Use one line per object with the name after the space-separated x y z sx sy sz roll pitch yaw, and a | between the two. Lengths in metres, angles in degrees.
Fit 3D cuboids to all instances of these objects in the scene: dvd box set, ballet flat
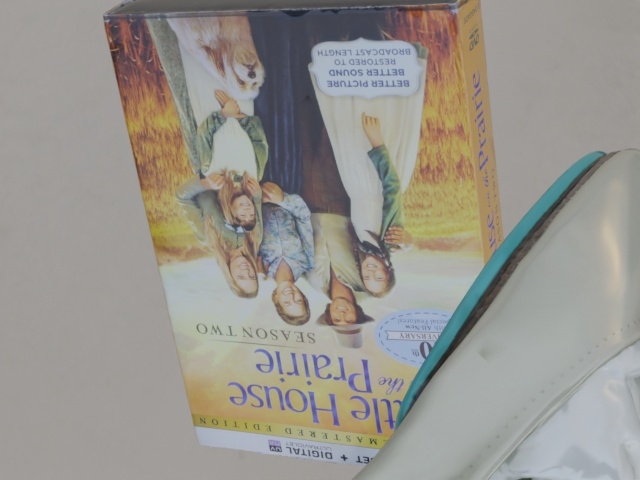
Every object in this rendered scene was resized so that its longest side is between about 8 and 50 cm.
0.000 0.000 1.085 0.308 0.062 0.420 4 118 24 | dvd box set
0.039 0.083 0.360 0.086 0.086 0.248 46 78 -17 | ballet flat
